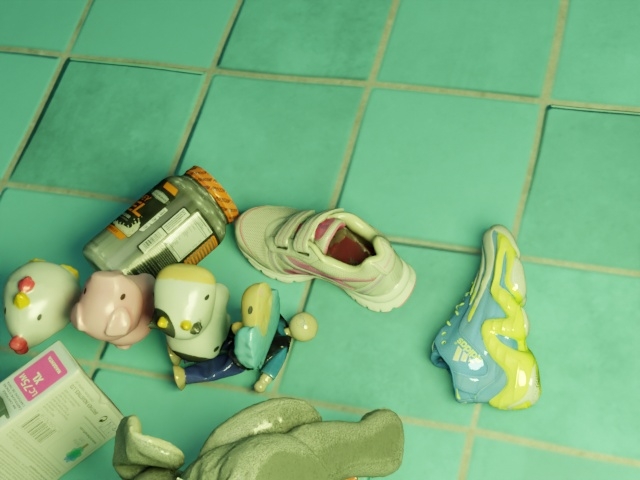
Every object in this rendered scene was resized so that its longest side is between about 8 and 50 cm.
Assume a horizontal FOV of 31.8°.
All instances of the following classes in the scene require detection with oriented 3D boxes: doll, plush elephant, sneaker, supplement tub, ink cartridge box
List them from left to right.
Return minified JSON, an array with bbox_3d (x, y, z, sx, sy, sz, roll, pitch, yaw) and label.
[{"bbox_3d":[-0.389,0.263,1.313,0.311,0.185,0.065,-39,62,-13],"label":"ink cartridge box"},{"bbox_3d":[-0.208,-0.006,1.485,0.190,0.117,0.117,-42,60,-15],"label":"supplement tub"},{"bbox_3d":[-0.104,0.302,1.189,0.255,0.330,0.271,-17,64,45],"label":"plush elephant"},{"bbox_3d":[-0.093,0.136,1.413,0.189,0.046,0.129,-18,52,-2],"label":"doll"},{"bbox_3d":[0.000,0.000,1.440,0.252,0.111,0.103,16,63,21],"label":"sneaker"},{"bbox_3d":[0.189,0.091,1.357,0.126,0.091,0.240,-8,58,7],"label":"sneaker"}]

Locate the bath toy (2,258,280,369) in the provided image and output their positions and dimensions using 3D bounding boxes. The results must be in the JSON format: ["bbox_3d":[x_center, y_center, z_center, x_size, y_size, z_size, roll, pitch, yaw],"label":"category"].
[{"bbox_3d":[-0.229,0.090,1.346,0.348,0.151,0.129,4,41,14],"label":"bath toy"}]

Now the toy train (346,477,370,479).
[{"bbox_3d":[0.034,0.318,1.273,0.125,0.046,0.166,-33,58,-10],"label":"toy train"}]
